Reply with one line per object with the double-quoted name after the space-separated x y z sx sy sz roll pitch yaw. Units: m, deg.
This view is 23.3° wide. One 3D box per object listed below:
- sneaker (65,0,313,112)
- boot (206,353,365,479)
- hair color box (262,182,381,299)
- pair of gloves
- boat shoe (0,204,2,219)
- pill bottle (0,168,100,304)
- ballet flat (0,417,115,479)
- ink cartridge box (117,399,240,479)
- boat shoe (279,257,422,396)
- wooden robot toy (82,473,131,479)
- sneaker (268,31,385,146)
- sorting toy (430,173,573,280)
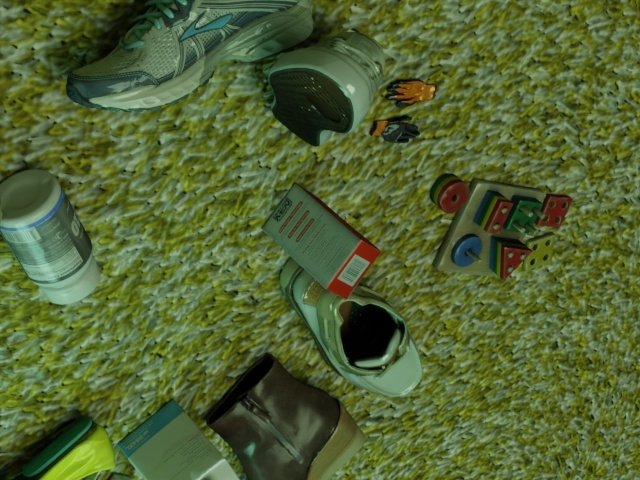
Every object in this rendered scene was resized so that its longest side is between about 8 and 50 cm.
-0.142 -0.224 1.567 0.283 0.110 0.122 -30 122 -27 "sneaker"
-0.081 0.279 1.992 0.248 0.090 0.207 -48 125 3 "boot"
0.000 0.000 1.791 0.043 0.141 0.072 30 99 -46 "hair color box"
0.100 -0.154 1.855 0.074 0.010 0.083 2 119 -39 "pair of gloves"
-0.389 0.057 1.559 0.109 0.098 0.302 3 117 -40 "boat shoe"
-0.283 -0.001 1.615 0.078 0.078 0.137 -35 136 -13 "pill bottle"
-0.334 0.295 1.781 0.231 0.077 0.077 -34 109 -18 "ballet flat"
-0.159 0.282 1.867 0.090 0.143 0.092 -38 136 -10 "ink cartridge box"
0.055 0.126 1.952 0.113 0.103 0.302 -46 137 -1 "boat shoe"
-0.287 0.325 1.846 0.173 0.079 0.076 -8 124 -34 "wooden robot toy"
0.015 -0.181 1.624 0.106 0.290 0.123 39 83 -6 "sneaker"
0.238 -0.006 2.044 0.274 0.046 0.132 7 115 -41 "sorting toy"
